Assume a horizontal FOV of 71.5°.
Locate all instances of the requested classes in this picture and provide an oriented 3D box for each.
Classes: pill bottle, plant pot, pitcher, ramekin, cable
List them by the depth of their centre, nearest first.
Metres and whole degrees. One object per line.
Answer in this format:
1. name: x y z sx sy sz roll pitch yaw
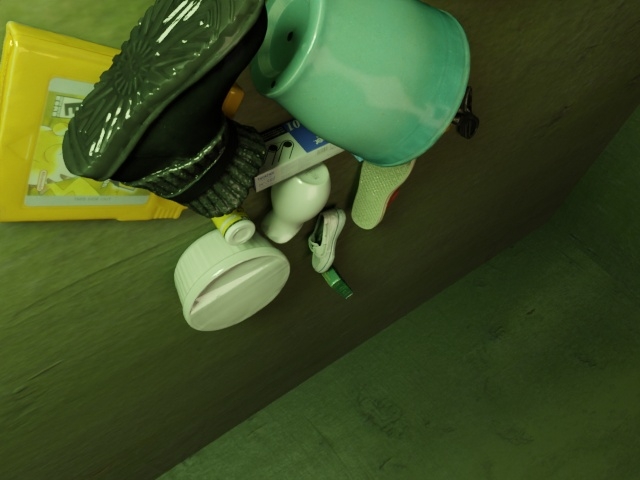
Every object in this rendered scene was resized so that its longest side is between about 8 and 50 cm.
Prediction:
1. plant pot: 0.043 -0.277 0.694 0.255 0.271 0.271 10 128 -38
2. pill bottle: -0.186 -0.051 0.894 0.065 0.116 0.065 -30 153 -18
3. pitcher: -0.040 -0.107 1.010 0.178 0.125 0.207 -45 173 -37
4. ramekin: -0.216 0.081 1.053 0.273 0.127 0.272 -29 153 -17
5. cable: 0.387 -0.355 1.239 0.287 0.072 0.139 -18 131 -58

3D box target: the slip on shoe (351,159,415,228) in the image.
1. slip on shoe: 0.171 -0.170 1.181 0.101 0.123 0.331 -47 164 -40

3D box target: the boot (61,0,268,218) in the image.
1. boot: -0.145 -0.175 0.616 0.348 0.131 0.260 -34 153 24

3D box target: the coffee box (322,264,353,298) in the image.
1. coffee box: 0.043 0.119 1.457 0.040 0.113 0.184 -37 155 2

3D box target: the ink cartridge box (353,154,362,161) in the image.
1. ink cartridge box: 0.090 -0.260 0.940 0.090 0.092 0.143 -32 153 -14

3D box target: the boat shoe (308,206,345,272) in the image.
1. boat shoe: 0.000 0.000 1.269 0.076 0.083 0.226 -6 128 -30

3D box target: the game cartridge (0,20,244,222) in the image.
1. game cartridge: -0.304 -0.143 0.677 0.324 0.052 0.285 -4 137 -47

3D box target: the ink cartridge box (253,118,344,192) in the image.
1. ink cartridge box: -0.061 -0.181 0.870 0.207 0.097 0.046 -29 152 -20
